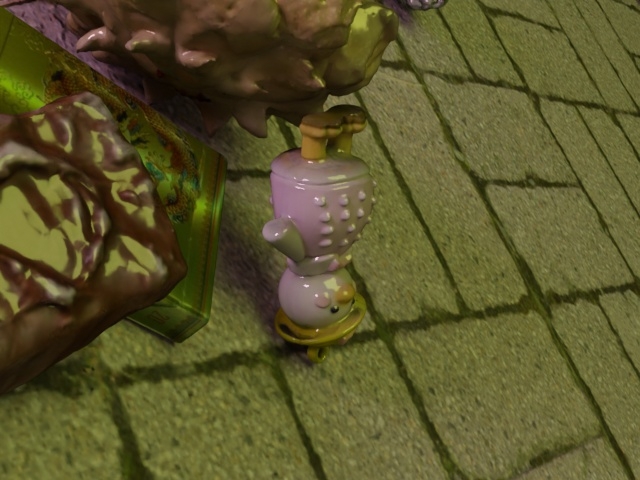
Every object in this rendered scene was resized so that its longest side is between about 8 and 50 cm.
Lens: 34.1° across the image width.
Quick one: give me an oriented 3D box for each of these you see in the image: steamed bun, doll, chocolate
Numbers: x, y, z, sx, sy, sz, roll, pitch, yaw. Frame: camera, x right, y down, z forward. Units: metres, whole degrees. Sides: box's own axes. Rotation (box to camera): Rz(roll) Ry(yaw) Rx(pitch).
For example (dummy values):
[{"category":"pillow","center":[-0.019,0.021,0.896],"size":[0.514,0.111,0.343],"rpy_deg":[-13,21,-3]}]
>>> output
[{"category":"steamed bun","center":[-0.097,-0.169,0.789],"size":[0.292,0.295,0.137],"rpy_deg":[24,83,-11]},{"category":"doll","center":[0.000,0.000,0.809],"size":[0.129,0.081,0.207],"rpy_deg":[-23,122,-51]},{"category":"chocolate","center":[-0.184,0.006,0.566],"size":[0.214,0.093,0.148],"rpy_deg":[-32,94,-47]}]

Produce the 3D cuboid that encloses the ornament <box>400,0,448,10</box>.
[{"category":"ornament","center":[0.068,-0.410,1.313],"size":[0.285,0.120,0.130],"rpy_deg":[38,56,-26]}]

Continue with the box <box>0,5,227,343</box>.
[{"category":"box","center":[-0.199,-0.070,0.711],"size":[0.311,0.043,0.173],"rpy_deg":[33,38,-30]}]
